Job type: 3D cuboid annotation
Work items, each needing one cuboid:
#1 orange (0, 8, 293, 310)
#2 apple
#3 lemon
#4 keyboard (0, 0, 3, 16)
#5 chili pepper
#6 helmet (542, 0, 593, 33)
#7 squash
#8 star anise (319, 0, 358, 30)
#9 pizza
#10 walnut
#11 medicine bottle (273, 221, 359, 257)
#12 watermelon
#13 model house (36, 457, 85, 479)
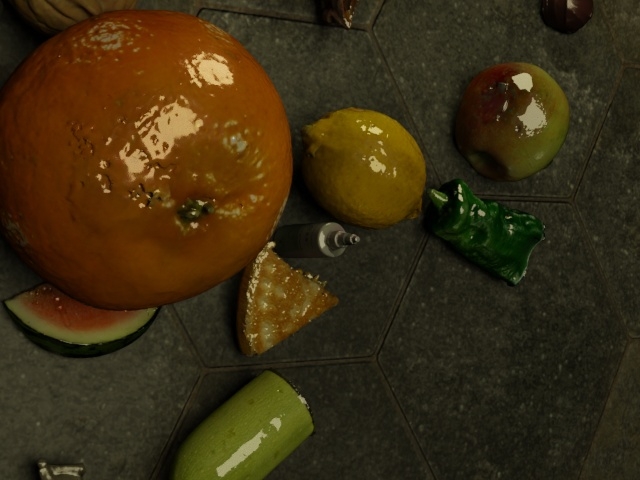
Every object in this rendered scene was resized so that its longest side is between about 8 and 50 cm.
[{"bbox_3d":[-0.229,-0.102,1.465,0.424,0.326,0.423,-15,117,-31],"label":"orange"},{"bbox_3d":[0.353,-0.215,1.992,0.207,0.174,0.188,31,69,-13],"label":"apple"},{"bbox_3d":[0.070,-0.117,1.778,0.257,0.188,0.188,37,70,-26],"label":"lemon"},{"bbox_3d":[-0.481,-0.250,1.430,0.103,0.041,0.381,16,105,-46],"label":"keyboard"},{"bbox_3d":[0.287,-0.029,1.981,0.270,0.099,0.136,28,99,-37],"label":"chili pepper"},{"bbox_3d":[0.494,-0.459,2.143,0.123,0.070,0.098,7,84,-33],"label":"helmet"},{"bbox_3d":[-0.133,0.317,1.669,0.247,0.132,0.132,-36,108,-28],"label":"squash"},{"bbox_3d":[0.012,-0.457,1.808,0.214,0.099,0.220,-25,108,-18],"label":"star anise"},{"bbox_3d":[-0.057,0.094,1.768,0.199,0.062,0.188,5,99,-40],"label":"pizza"},{"bbox_3d":[-0.350,-0.384,1.505,0.213,0.213,0.213,1,89,-34],"label":"walnut"},{"bbox_3d":[0.000,0.000,1.721,0.058,0.199,0.057,0,89,-34],"label":"medicine bottle"},{"bbox_3d":[-0.331,0.108,1.587,0.245,0.063,0.119,-10,76,-29],"label":"watermelon"},{"bbox_3d":[-0.384,0.410,1.507,0.188,0.122,0.229,45,51,-11],"label":"model house"}]
